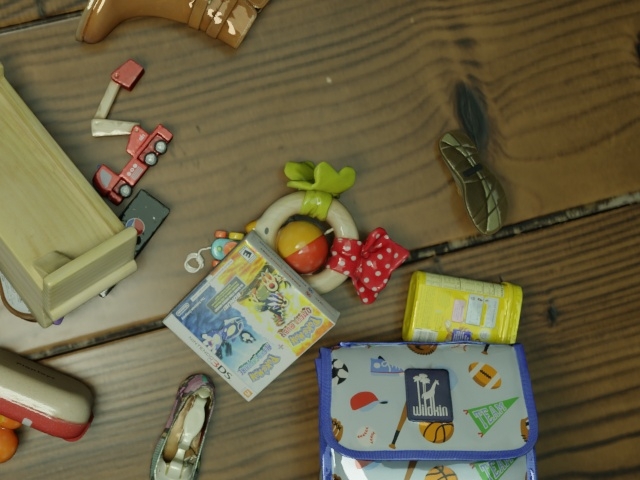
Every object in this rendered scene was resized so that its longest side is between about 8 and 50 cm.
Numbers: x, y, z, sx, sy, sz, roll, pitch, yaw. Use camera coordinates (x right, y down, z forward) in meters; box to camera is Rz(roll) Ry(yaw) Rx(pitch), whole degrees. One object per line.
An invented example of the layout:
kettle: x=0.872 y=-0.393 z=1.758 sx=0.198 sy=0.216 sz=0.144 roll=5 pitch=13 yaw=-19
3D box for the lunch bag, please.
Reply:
lunch bag: x=0.154 y=0.344 z=1.590 sx=0.328 sy=0.239 sz=0.385 roll=0 pitch=85 yaw=-3

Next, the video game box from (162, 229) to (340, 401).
video game box: x=-0.107 y=0.118 z=1.605 sx=0.187 sy=0.048 sz=0.205 roll=43 pitch=113 yaw=-8

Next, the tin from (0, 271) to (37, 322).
tin: x=-0.434 y=0.028 z=1.580 sx=0.106 sy=0.040 sz=0.189 roll=-17 pitch=77 yaw=0

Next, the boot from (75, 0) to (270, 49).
boot: x=-0.216 y=-0.360 z=1.618 sx=0.220 sy=0.109 sz=0.283 roll=40 pitch=77 yaw=-10

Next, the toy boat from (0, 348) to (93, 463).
toy boat: x=-0.456 y=0.254 z=1.546 sx=0.231 sy=0.151 sz=0.151 roll=24 pitch=91 yaw=-7

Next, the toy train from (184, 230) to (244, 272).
toy train: x=-0.126 y=0.062 z=1.646 sx=0.125 sy=0.046 sz=0.166 roll=-45 pitch=96 yaw=-7

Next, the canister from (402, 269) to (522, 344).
canister: x=0.224 y=0.118 z=1.685 sx=0.170 sy=0.073 sz=0.126 roll=10 pitch=89 yaw=-7

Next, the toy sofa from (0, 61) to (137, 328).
toy sofa: x=-0.427 y=-0.063 z=1.521 sx=0.150 sy=0.177 sz=0.362 roll=-34 pitch=75 yaw=-27

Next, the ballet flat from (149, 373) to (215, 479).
ballet flat: x=-0.210 y=0.313 z=1.616 sx=0.077 sy=0.079 sz=0.221 roll=17 pitch=88 yaw=-9

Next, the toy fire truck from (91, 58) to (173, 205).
toy fire truck: x=-0.301 y=-0.165 z=1.621 sx=0.135 sy=0.047 sz=0.192 roll=39 pitch=85 yaw=-6

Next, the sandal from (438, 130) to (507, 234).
sandal: x=0.243 y=-0.092 z=1.705 sx=0.072 sy=0.049 sz=0.180 roll=-24 pitch=79 yaw=-13

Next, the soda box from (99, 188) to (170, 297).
soda box: x=-0.301 y=0.004 z=1.617 sx=0.060 sy=0.053 sz=0.169 roll=37 pitch=85 yaw=-7

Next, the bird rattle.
bird rattle: x=0.000 y=0.000 z=1.638 sx=0.207 sy=0.143 sz=0.253 roll=-31 pitch=106 yaw=-8
